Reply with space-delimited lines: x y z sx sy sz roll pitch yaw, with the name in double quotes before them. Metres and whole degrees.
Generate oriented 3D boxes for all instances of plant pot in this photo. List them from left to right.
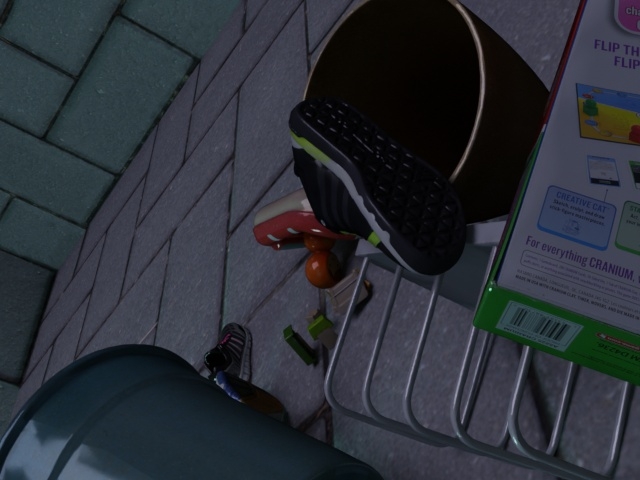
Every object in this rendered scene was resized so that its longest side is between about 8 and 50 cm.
"plant pot" -0.124 0.310 0.811 0.334 0.341 0.341 9 72 40
"plant pot" 0.147 -0.113 0.807 0.237 0.254 0.237 -8 79 46

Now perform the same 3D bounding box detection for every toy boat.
"toy boat" 0.000 0.000 1.193 0.231 0.151 0.151 -20 78 57

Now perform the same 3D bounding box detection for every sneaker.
"sneaker" -0.168 0.199 1.357 0.063 0.075 0.170 -51 27 25
"sneaker" -0.113 0.293 1.112 0.131 0.112 0.296 -62 24 4
"sneaker" 0.044 -0.037 0.683 0.234 0.084 0.097 54 147 39

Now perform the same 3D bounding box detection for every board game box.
"board game box" 0.265 -0.048 0.515 0.064 0.242 0.316 91 -158 -61

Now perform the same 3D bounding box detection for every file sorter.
"file sorter" 0.158 0.103 0.677 0.278 0.193 0.173 -8 60 61

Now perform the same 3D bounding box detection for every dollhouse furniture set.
"dollhouse furniture set" 0.021 0.115 1.135 0.152 0.058 0.076 -39 20 5
